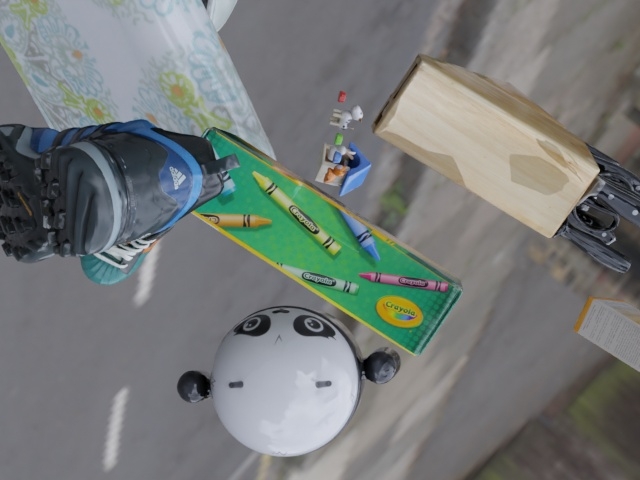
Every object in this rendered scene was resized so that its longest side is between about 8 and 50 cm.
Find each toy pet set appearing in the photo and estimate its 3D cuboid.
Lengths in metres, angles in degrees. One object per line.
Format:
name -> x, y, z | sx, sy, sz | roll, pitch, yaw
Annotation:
toy pet set -> 0.038, -0.107, 2.033 | 0.114, 0.065, 0.122 | 114, -14, -49

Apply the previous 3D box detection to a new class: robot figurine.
robot figurine -> -0.035, 0.156, 1.836 | 0.209, 0.173, 0.278 | -46, 175, 2

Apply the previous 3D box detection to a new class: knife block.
knife block -> 0.212, -0.066, 1.569 | 0.276, 0.242, 0.088 | 8, 120, -55

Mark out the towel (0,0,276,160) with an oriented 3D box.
towel -> -0.225, -0.201, 1.767 | 0.090, 0.320, 0.374 | -42, -155, -29

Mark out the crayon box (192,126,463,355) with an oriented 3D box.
crayon box -> 0.000, 0.000, 1.528 | 0.081, 0.278, 0.165 | -58, 177, 3

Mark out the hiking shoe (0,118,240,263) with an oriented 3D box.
hiking shoe -> -0.181, -0.041, 1.274 | 0.132, 0.113, 0.304 | -13, -166, -26

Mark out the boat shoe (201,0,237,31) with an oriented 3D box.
boat shoe -> -0.158, -0.447, 2.365 | 0.114, 0.091, 0.302 | -51, 161, -53

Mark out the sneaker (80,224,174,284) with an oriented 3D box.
sneaker -> -0.257, -0.036, 2.179 | 0.302, 0.108, 0.121 | -56, -169, 32

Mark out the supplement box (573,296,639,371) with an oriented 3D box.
supplement box -> 0.278, 0.088, 1.384 | 0.062, 0.098, 0.036 | 9, 110, -49
